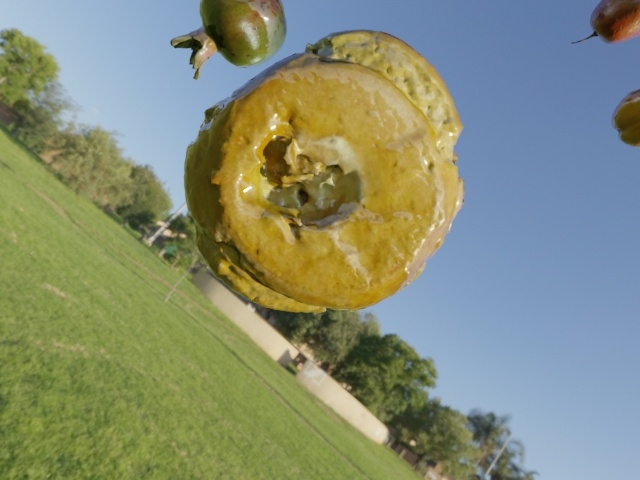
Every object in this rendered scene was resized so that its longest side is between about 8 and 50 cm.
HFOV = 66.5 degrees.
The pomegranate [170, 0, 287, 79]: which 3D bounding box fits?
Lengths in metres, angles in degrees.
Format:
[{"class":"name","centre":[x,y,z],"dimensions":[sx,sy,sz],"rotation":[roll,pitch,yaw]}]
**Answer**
[{"class":"pomegranate","centre":[-0.175,-0.408,0.942],"dimensions":[0.181,0.224,0.181],"rotation":[51,-7,9]}]

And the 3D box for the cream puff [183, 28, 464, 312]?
[{"class":"cream puff","centre":[0.003,-0.075,0.611],"dimensions":[0.327,0.342,0.231],"rotation":[20,3,-3]}]

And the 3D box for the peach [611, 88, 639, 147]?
[{"class":"peach","centre":[0.729,-0.272,1.092],"dimensions":[0.138,0.138,0.138],"rotation":[38,-16,12]}]

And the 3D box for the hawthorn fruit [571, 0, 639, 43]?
[{"class":"hawthorn fruit","centre":[0.830,-0.620,1.376],"dimensions":[0.163,0.203,0.162],"rotation":[43,18,-18]}]
